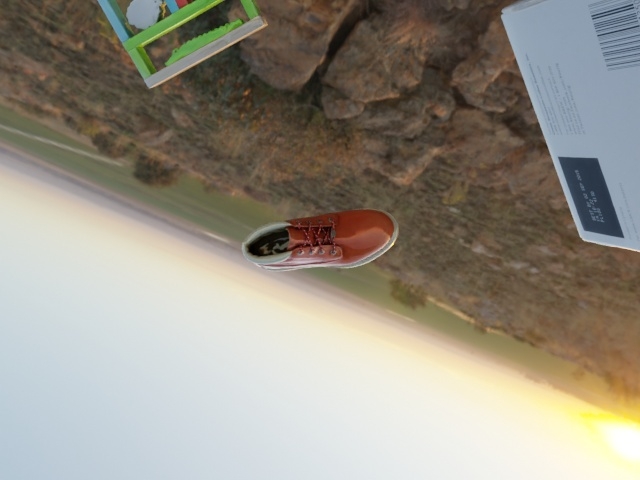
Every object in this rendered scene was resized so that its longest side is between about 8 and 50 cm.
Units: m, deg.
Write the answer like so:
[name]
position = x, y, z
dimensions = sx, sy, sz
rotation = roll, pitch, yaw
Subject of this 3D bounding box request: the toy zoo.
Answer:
[toy zoo]
position = -0.222, -0.379, 0.731
dimensions = 0.293, 0.192, 0.030
rotation = 63, -166, -17

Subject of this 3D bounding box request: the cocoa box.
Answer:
[cocoa box]
position = 0.427, -0.183, 0.671
dimensions = 0.347, 0.228, 0.231
rotation = 62, 169, -17

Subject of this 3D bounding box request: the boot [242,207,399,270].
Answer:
[boot]
position = 0.000, 0.000, 0.553
dimensions = 0.158, 0.059, 0.084
rotation = -12, 172, 7
